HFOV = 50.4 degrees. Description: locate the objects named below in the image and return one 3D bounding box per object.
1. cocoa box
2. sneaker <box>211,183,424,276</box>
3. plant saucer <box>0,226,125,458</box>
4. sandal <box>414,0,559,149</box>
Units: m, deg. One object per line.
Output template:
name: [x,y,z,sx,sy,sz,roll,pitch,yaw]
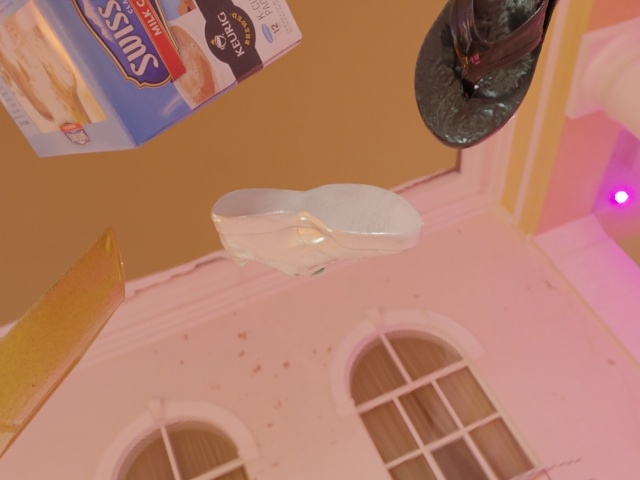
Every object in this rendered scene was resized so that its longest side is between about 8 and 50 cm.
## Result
cocoa box: [-0.239,-0.245,0.753,0.228,0.347,0.231,-40,-64,-27]
sneaker: [0.000,0.000,0.673,0.212,0.080,0.094,5,-53,22]
plant saucer: [-0.397,0.182,0.930,0.081,0.333,0.333,38,-46,-8]
sandal: [0.260,-0.343,0.944,0.446,0.167,0.107,-62,-17,1]
